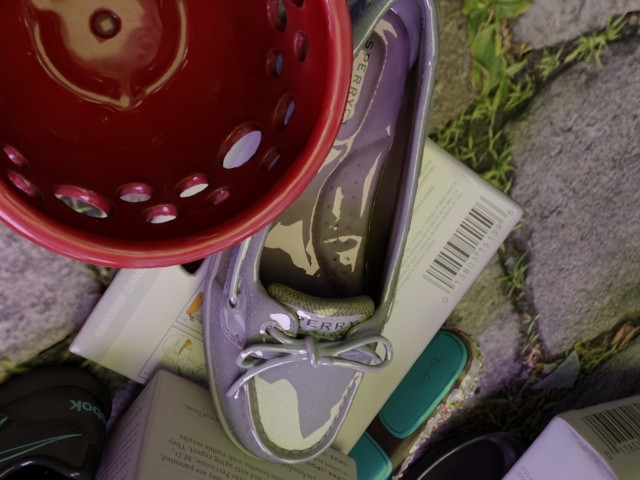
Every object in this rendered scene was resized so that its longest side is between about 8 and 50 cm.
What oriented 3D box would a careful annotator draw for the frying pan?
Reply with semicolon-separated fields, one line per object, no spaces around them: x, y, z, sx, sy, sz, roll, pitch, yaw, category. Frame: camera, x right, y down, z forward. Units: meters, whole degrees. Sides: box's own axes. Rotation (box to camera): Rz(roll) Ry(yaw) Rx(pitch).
0.168;0.331;0.777;0.197;0.053;0.326;-25;123;-13;frying pan

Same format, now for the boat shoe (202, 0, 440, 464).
0.003;-0.001;0.443;0.118;0.103;0.321;13;97;-19;boat shoe

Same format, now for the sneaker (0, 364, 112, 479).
-0.263;0.191;0.478;0.267;0.106;0.101;-37;124;-4;sneaker

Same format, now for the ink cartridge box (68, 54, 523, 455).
-0.015;0.022;0.543;0.239;0.060;0.275;32;98;-19;ink cartridge box

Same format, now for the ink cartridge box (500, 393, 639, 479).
0.270;0.325;0.786;0.308;0.091;0.385;1;131;-40;ink cartridge box

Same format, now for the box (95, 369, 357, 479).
-0.092;0.222;0.516;0.182;0.119;0.181;31;117;-19;box

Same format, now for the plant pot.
-0.101;-0.103;0.373;0.191;0.174;0.191;-10;116;-21;plant pot

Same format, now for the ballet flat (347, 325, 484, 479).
0.062;0.179;0.641;0.241;0.091;0.077;-43;146;3;ballet flat
